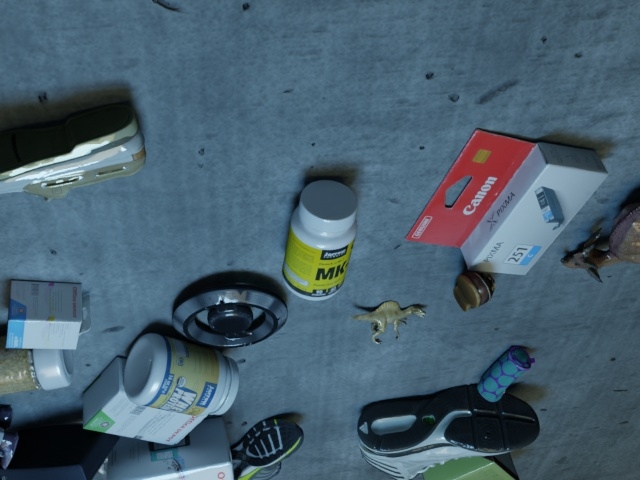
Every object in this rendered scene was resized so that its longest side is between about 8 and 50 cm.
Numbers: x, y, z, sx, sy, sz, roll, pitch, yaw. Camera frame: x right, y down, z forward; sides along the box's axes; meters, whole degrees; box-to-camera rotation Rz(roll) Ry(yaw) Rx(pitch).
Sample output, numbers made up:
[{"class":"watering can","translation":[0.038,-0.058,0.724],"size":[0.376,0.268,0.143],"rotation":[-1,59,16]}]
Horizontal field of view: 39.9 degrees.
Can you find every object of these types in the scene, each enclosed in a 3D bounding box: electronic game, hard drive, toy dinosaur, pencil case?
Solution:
[{"class":"electronic game","translation":[-0.178,0.151,1.746],"size":[0.229,0.048,0.229],"rotation":[-4,147,-3]},{"class":"hard drive","translation":[-0.575,0.459,1.886],"size":[0.254,0.172,0.054],"rotation":[-7,115,20]},{"class":"toy dinosaur","translation":[0.129,0.167,1.862],"size":[0.183,0.053,0.093],"rotation":[-4,124,-23]},{"class":"toy dinosaur","translation":[0.603,-0.013,1.721],"size":[0.200,0.127,0.296],"rotation":[4,132,-9]},{"class":"pencil case","translation":[0.440,0.319,2.102],"size":[0.070,0.065,0.152],"rotation":[21,132,-13]}]

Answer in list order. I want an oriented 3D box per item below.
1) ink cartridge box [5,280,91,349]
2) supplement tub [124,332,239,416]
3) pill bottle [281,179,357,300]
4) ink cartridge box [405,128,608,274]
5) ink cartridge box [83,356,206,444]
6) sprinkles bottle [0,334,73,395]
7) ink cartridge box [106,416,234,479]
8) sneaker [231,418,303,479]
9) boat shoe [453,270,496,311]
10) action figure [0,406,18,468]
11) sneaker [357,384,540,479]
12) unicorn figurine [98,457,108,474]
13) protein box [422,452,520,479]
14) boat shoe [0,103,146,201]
[{"class":"ink cartridge box","translation":[-0.494,0.138,1.610],"size":[0.143,0.092,0.090],"rotation":[5,137,-20]},{"class":"supplement tub","translation":[-0.280,0.276,1.789],"size":[0.199,0.144,0.144],"rotation":[19,130,-34]},{"class":"pill bottle","translation":[0.000,0.000,1.564],"size":[0.119,0.119,0.209],"rotation":[-3,139,-13]},{"class":"ink cartridge box","translation":[0.337,-0.059,1.631],"size":[0.261,0.066,0.296],"rotation":[6,137,-23]},{"class":"ink cartridge box","translation":[-0.373,0.348,1.890],"size":[0.219,0.093,0.160],"rotation":[21,130,-35]},{"class":"sprinkles bottle","translation":[-0.657,0.245,1.669],"size":[0.355,0.121,0.121],"rotation":[-9,140,-5]},{"class":"ink cartridge box","translation":[-0.334,0.552,2.005],"size":[0.269,0.197,0.198],"rotation":[-7,112,-10]},{"class":"sneaker","translation":[-0.135,0.526,2.174],"size":[0.121,0.111,0.300],"rotation":[13,140,-42]},{"class":"boat shoe","translation":[0.313,0.093,1.760],"size":[0.073,0.073,0.207],"rotation":[-27,172,-2]},{"class":"action figure","translation":[-0.755,0.377,1.770],"size":[0.285,0.185,0.099],"rotation":[22,100,-40]},{"class":"sneaker","translation":[0.312,0.495,2.231],"size":[0.447,0.169,0.258],"rotation":[-2,148,-1]},{"class":"unicorn figurine","translation":[-0.467,0.524,2.107],"size":[0.162,0.060,0.111],"rotation":[-41,125,10]},{"class":"protein box","translation":[0.396,0.605,2.369],"size":[0.199,0.136,0.201],"rotation":[-29,137,17]},{"class":"boat shoe","translation":[-0.411,-0.110,1.328],"size":[0.302,0.113,0.103],"rotation":[-14,135,-1]}]
